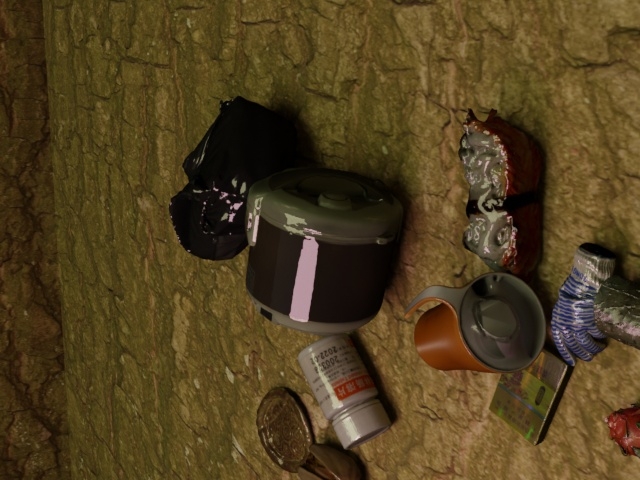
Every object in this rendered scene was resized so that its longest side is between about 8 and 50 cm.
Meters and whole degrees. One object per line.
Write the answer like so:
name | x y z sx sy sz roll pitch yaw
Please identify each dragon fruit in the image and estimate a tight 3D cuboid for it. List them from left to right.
dragon fruit | 0.534 0.330 1.322 0.081 0.086 0.116 -41 70 6

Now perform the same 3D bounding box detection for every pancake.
pancake | -0.097 0.528 2.186 0.250 0.031 0.250 14 108 48

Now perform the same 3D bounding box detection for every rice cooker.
rice cooker | 0.000 0.000 1.716 0.335 0.335 0.325 33 124 42

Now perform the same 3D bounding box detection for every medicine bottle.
medicine bottle | 0.056 0.354 1.869 0.144 0.145 0.252 -47 61 46

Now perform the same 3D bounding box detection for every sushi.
sushi | 0.326 -0.078 1.445 0.130 0.124 0.332 8 107 42

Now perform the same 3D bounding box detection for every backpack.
backpack | -0.234 -0.129 1.997 0.445 0.255 0.363 124 159 -50

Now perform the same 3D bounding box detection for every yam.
yam | 0.535 0.132 1.257 0.183 0.107 0.107 23 116 45

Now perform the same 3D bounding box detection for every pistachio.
pistachio | 0.027 0.592 1.988 0.129 0.131 0.206 -53 36 -13

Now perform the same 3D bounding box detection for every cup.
cup | 0.269 0.159 1.488 0.182 0.226 0.264 -66 12 -22

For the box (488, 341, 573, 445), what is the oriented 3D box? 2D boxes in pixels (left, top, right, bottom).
box | 0.401 0.280 1.513 0.121 0.030 0.193 37 126 40

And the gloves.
gloves | 0.454 0.115 1.372 0.119 0.097 0.229 -117 24 -69
